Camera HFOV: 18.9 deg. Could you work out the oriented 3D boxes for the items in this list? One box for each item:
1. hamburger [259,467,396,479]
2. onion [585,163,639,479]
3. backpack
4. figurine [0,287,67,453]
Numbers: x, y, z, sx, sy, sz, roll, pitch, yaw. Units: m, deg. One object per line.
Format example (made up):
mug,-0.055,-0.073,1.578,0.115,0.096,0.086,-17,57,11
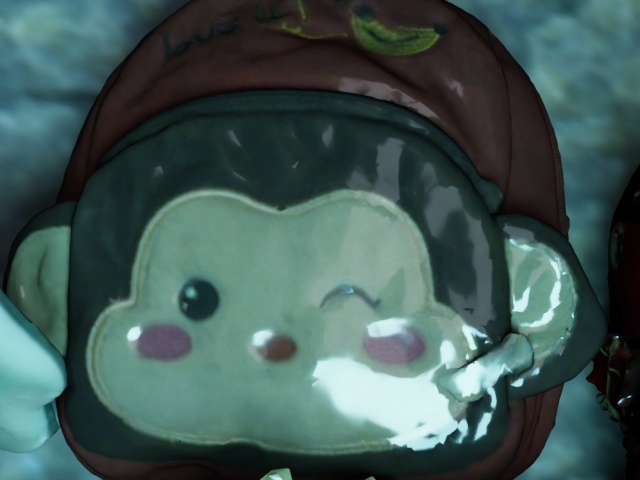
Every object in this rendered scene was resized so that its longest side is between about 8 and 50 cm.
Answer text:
hamburger,0.016,0.197,0.662,0.243,0.138,0.261,-14,112,2
onion,0.211,0.056,0.732,0.221,0.281,0.281,22,67,-40
backpack,0.000,-0.001,0.742,0.229,0.139,0.229,-2,76,6
figurine,-0.241,0.142,0.590,0.324,0.231,0.340,7,56,29
